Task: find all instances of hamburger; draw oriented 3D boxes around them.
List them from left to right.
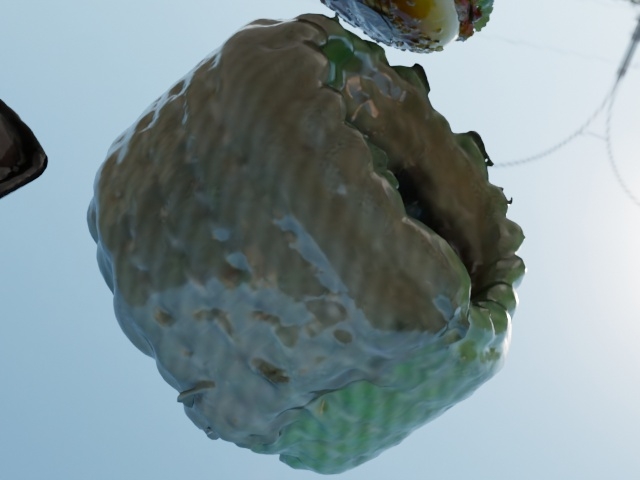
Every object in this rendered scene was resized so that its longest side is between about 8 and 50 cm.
[{"bbox_3d":[0.040,-0.163,0.652,0.141,0.081,0.126,24,166,19],"label":"hamburger"}]

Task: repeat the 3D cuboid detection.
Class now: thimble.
[{"bbox_3d":[0.000,0.000,0.567,0.219,0.150,0.219,41,-153,-26],"label":"thimble"}]

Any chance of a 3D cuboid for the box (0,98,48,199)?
[{"bbox_3d":[-0.277,-0.016,0.435,0.153,0.252,0.188,62,-150,-11],"label":"box"}]
